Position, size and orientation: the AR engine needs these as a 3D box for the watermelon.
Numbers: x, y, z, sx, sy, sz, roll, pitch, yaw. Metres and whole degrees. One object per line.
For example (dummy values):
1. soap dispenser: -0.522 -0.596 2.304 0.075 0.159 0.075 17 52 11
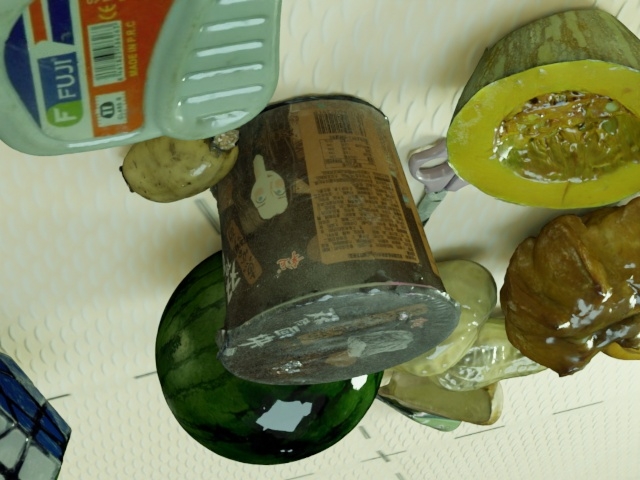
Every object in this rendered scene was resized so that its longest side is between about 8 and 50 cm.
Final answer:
1. watermelon: -0.053 0.115 1.348 0.242 0.242 0.242 -10 155 -5

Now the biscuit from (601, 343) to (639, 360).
1. biscuit: 0.524 0.119 1.865 0.262 0.037 0.262 -10 156 -4

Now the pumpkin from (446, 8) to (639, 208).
1. pumpkin: 0.218 -0.125 1.141 0.217 0.110 0.217 1 155 1

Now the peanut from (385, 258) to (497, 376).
1. peanut: 0.091 0.113 1.546 0.274 0.125 0.111 -24 171 24

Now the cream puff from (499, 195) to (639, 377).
1. cream puff: 0.314 0.049 1.493 0.241 0.155 0.269 -11 149 -14

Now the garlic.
1. garlic: 0.184 0.212 1.812 0.196 0.087 0.101 11 -174 39

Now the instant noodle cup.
1. instant noodle cup: 0.000 0.000 1.165 0.217 0.207 0.217 -9 155 -4

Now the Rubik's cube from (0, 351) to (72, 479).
1. Rubik's cube: -0.434 0.259 1.443 0.264 0.319 0.319 -43 151 1

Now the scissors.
1. scissors: 0.121 -0.046 1.345 0.110 0.021 0.212 -1 152 -18

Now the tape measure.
1. tape measure: -0.129 -0.172 0.843 0.246 0.125 0.243 -10 149 -12

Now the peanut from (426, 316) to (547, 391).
1. peanut: 0.240 0.140 1.716 0.214 0.090 0.098 -13 113 -4

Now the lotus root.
1. lotus root: -0.118 -0.072 1.121 0.152 0.063 0.072 -27 119 36

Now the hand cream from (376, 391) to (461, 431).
1. hand cream: 0.149 0.254 1.931 0.086 0.055 0.235 22 -179 31
